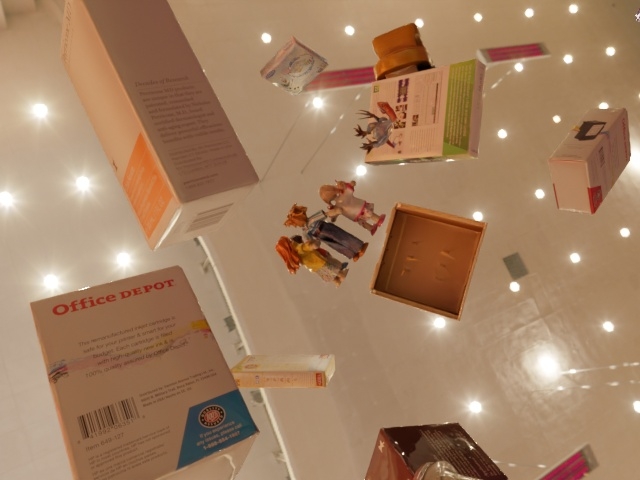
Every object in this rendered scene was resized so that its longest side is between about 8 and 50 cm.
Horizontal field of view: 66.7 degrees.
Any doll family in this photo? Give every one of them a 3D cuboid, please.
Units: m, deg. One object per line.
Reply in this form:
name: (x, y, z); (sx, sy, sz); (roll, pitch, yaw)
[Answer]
doll family: (0.000, 0.000, 0.960); (0.163, 0.263, 0.118); (30, -136, -4)

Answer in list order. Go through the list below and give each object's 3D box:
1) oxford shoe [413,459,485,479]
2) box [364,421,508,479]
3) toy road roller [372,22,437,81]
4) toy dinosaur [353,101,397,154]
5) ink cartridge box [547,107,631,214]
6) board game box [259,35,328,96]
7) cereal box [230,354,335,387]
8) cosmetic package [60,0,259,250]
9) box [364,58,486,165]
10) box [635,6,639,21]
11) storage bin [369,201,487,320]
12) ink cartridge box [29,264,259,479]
oxford shoe: (0.213, 0.381, 0.661); (0.130, 0.348, 0.123); (-35, -94, 3)
box: (0.221, 0.487, 0.969); (0.203, 0.168, 0.167); (6, -72, -23)
toy road roller: (0.273, -0.510, 1.502); (0.329, 0.202, 0.240); (-7, -96, -68)
toy dinosaur: (0.071, -0.135, 0.564); (0.090, 0.082, 0.047); (-18, -92, -33)
ink cartridge box: (0.525, -0.156, 0.942); (0.175, 0.072, 0.127); (-45, -55, -23)
board game box: (-0.047, -0.312, 0.880); (0.090, 0.090, 0.020); (14, -131, -49)
cereal box: (-0.091, 0.327, 1.222); (0.240, 0.173, 0.047); (-2, -91, 10)
cosmetic package: (-0.315, -0.237, 0.912); (0.161, 0.230, 0.453); (-22, -100, -36)
box: (0.262, -0.319, 1.264); (0.058, 0.322, 0.232); (6, -91, -44)
box: (0.946, -0.621, 1.291); (0.137, 0.126, 0.072); (45, -157, 20)
storage bin: (0.290, 0.053, 1.337); (0.260, 0.123, 0.262); (16, -91, 17)
ink cartridge box: (-0.209, 0.181, 0.563); (0.171, 0.168, 0.232); (-13, -125, -31)
